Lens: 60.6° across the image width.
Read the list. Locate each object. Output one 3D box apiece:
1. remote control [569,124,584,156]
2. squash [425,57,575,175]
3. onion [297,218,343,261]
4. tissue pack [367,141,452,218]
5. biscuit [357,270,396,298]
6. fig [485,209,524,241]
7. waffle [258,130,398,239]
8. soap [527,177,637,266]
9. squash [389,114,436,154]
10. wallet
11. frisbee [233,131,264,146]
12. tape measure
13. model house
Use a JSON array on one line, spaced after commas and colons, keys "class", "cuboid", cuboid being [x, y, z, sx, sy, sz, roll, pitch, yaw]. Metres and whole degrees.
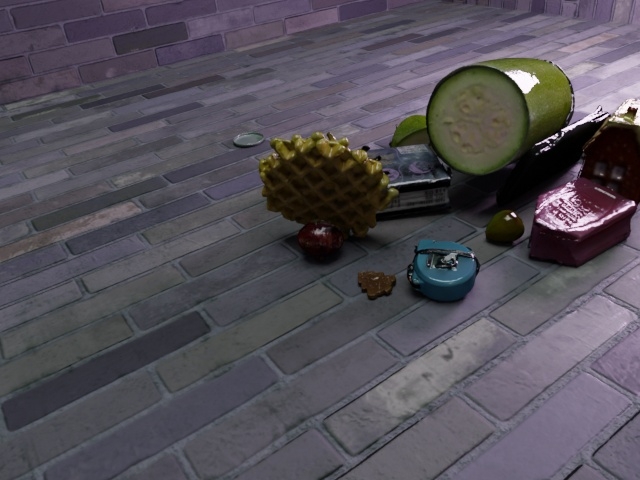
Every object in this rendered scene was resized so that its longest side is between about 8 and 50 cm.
[{"class": "remote control", "cuboid": [0.701, -0.322, 1.662, 0.335, 0.066, 0.128, 21, 39, 35]}, {"class": "squash", "cuboid": [0.470, -0.332, 1.396, 0.263, 0.263, 0.384, 20, 29, 34]}, {"class": "onion", "cuboid": [0.000, 0.000, 1.258, 0.107, 0.097, 0.107, 5, -9, 1]}, {"class": "tissue pack", "cuboid": [0.142, -0.159, 1.457, 0.361, 0.122, 0.259, -9, 31, 0]}, {"class": "biscuit", "cuboid": [0.113, 0.091, 1.163, 0.092, 0.016, 0.082, 24, 48, 40]}, {"class": "fig", "cuboid": [0.418, -0.029, 1.253, 0.088, 0.074, 0.074, -22, 29, 16]}, {"class": "waffle", "cuboid": [0.004, -0.115, 1.247, 0.329, 0.329, 0.062, 1, 48, 11]}, {"class": "soap", "cuboid": [0.560, -0.035, 1.216, 0.250, 0.099, 0.162, -24, 44, -26]}, {"class": "squash", "cuboid": [0.378, -0.304, 1.649, 0.203, 0.111, 0.288, -29, 41, -29]}, {"class": "wallet", "cuboid": [0.600, -0.219, 1.407, 0.377, 0.197, 0.051, -29, 63, -30]}, {"class": "frisbee", "cuboid": [-0.250, -0.350, 1.907, 0.110, 0.014, 0.110, -3, 33, 2]}, {"class": "tape measure", "cuboid": [0.252, 0.063, 1.126, 0.146, 0.081, 0.125, 5, 45, 17]}, {"class": "model house", "cuboid": [0.732, -0.219, 1.325, 0.160, 0.254, 0.196, 24, 43, 29]}]
